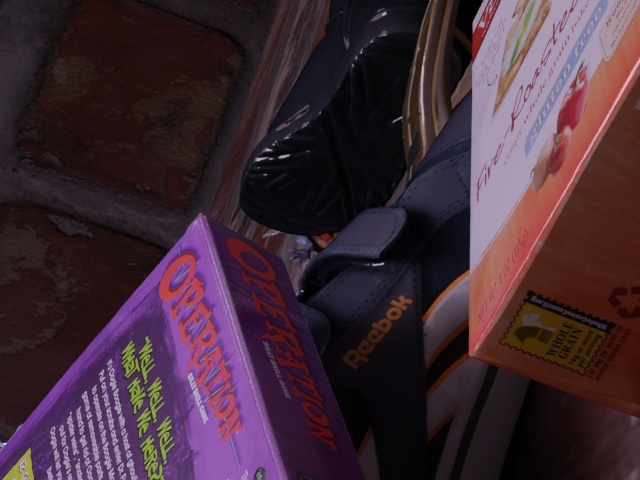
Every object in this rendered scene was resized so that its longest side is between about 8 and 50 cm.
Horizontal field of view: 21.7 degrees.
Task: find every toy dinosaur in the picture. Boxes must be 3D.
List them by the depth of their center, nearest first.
[{"bbox_3d":[0.000,0.000,1.330,0.090,0.047,0.082,-23,27,33],"label":"toy dinosaur"}]

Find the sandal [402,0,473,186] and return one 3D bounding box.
[{"bbox_3d":[0.072,-0.060,0.894,0.072,0.049,0.180,116,157,-73],"label":"sandal"}]

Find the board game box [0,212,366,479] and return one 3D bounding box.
[{"bbox_3d":[-0.054,0.164,0.522,0.208,0.056,0.347,-52,31,21],"label":"board game box"}]

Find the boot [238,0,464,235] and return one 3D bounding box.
[{"bbox_3d":[0.032,-0.142,1.158,0.246,0.094,0.207,-51,23,47],"label":"boot"}]

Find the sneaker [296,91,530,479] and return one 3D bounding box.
[{"bbox_3d":[0.015,0.056,0.695,0.126,0.127,0.321,125,165,-65],"label":"sneaker"}]

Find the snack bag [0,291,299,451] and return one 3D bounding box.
[{"bbox_3d":[-0.134,0.143,0.906,0.342,0.037,0.323,-26,13,33],"label":"snack bag"}]

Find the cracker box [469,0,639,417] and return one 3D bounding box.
[{"bbox_3d":[0.109,-0.075,0.567,0.232,0.067,0.155,-81,14,-56],"label":"cracker box"}]
